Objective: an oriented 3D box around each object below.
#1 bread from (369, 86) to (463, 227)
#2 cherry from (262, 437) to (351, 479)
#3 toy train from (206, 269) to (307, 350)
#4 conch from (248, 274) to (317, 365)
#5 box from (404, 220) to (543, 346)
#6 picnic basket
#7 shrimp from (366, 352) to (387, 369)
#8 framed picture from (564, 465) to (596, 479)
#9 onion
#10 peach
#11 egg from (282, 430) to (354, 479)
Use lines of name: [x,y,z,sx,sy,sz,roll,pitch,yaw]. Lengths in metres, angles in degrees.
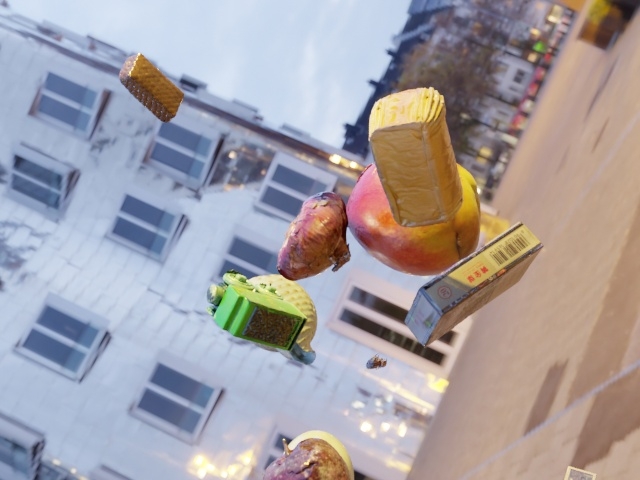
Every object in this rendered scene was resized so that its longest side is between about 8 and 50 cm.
bread: [0.190,-0.153,1.750,0.119,0.153,0.288,-75,-28,-47]
cherry: [-0.022,0.525,1.912,0.195,0.195,0.195,24,-90,-82]
toy train: [-0.165,0.180,2.227,0.188,0.243,0.132,39,105,54]
conch: [-0.118,0.213,2.608,0.215,0.319,0.303,-59,-36,-17]
box: [0.348,0.100,2.027,0.310,0.084,0.198,-31,-20,-20]
picnic basket: [-0.450,-0.411,2.388,0.193,0.055,0.110,44,-133,-35]
shrimp: [0.135,0.289,2.095,0.092,0.038,0.029,121,170,-69]
framed picture: [0.556,0.540,1.921,0.006,0.066,0.089,45,-118,-48]
onion: [0.000,0.000,2.064,0.230,0.163,0.230,24,-90,-86]
peach: [0.252,-0.070,2.396,0.370,0.370,0.370,24,-90,-82]
egg: [-0.012,0.584,2.108,0.183,0.183,0.264,-14,-73,-79]
